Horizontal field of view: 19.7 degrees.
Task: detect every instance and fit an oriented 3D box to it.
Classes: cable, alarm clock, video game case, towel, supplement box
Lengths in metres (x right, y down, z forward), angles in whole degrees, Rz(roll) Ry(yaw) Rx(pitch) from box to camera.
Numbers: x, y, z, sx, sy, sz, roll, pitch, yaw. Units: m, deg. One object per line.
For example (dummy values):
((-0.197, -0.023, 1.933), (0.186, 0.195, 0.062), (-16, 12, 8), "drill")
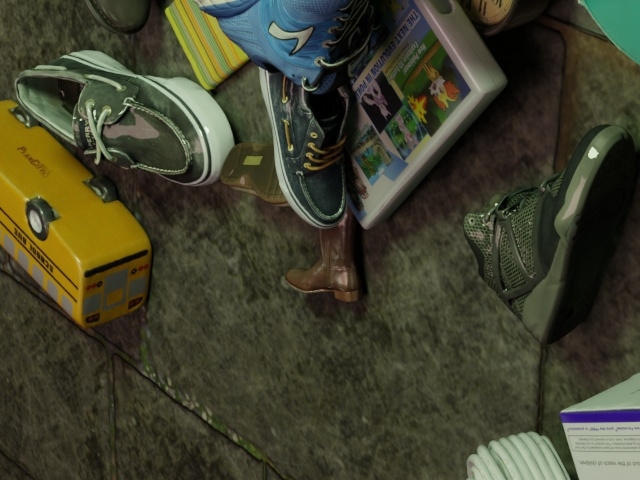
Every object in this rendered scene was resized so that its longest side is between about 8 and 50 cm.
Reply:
((0.199, 0.298, 1.630), (0.257, 0.089, 0.257), (76, 177, -55), "cable")
((0.142, -0.225, 1.564), (0.129, 0.064, 0.192), (41, 136, 37), "alarm clock")
((0.025, -0.195, 1.699), (0.300, 0.036, 0.329), (58, 155, 9), "video game case")
((-0.082, -0.241, 1.905), (0.237, 0.021, 0.102), (-29, 88, 55), "towel")
((0.301, 0.225, 1.533), (0.114, 0.111, 0.220), (-11, 97, 55), "supplement box")

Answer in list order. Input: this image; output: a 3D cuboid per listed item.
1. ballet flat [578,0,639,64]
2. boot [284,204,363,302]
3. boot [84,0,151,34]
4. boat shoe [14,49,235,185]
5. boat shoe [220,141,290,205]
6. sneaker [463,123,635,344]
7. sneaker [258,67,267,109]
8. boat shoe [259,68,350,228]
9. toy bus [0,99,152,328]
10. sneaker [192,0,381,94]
((0.219, -0.229, 1.433), (0.241, 0.077, 0.091), (43, 140, -3), "ballet flat")
((0.000, 0.000, 1.896), (0.106, 0.037, 0.114), (11, 119, 37), "boot")
((-0.162, -0.323, 1.907), (0.229, 0.091, 0.263), (24, 122, 47), "boot")
((-0.227, -0.128, 2.069), (0.335, 0.119, 0.121), (23, 124, 47), "boat shoe")
((-0.031, -0.064, 1.881), (0.068, 0.072, 0.190), (-64, 27, -2), "boat shoe")
((0.189, -0.026, 1.580), (0.130, 0.087, 0.227), (41, 142, 25), "sneaker")
((-0.041, -0.143, 1.789), (0.083, 0.037, 0.032), (55, 156, 20), "sneaker")
((-0.003, -0.091, 1.734), (0.083, 0.065, 0.183), (17, 128, 59), "boat shoe")
((-0.344, -0.042, 2.286), (0.332, 0.108, 0.130), (41, 138, 35), "toy bus")
((0.010, -0.211, 1.557), (0.147, 0.130, 0.330), (53, 160, -13), "sneaker")
